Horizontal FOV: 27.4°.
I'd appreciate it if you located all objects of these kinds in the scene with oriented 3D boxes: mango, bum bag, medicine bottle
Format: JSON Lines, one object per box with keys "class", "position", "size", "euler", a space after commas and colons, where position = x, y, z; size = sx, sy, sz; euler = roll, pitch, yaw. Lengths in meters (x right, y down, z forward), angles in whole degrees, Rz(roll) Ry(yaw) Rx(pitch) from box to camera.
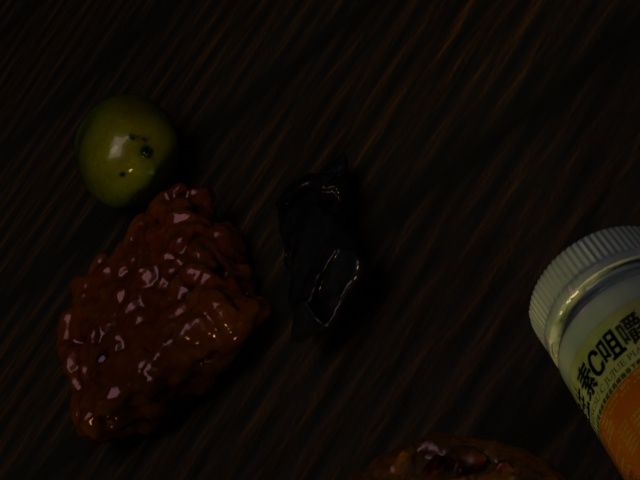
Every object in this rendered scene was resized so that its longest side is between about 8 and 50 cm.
{"class": "mango", "position": [-0.308, -0.144, 2.038], "size": [0.175, 0.143, 0.293], "euler": [-60, 27, 1]}
{"class": "bum bag", "position": [0.000, 0.000, 1.645], "size": [0.137, 0.074, 0.310], "euler": [-48, 30, 27]}
{"class": "medicine bottle", "position": [0.313, 0.140, 1.138], "size": [0.158, 0.158, 0.318], "euler": [-42, 39, 14]}

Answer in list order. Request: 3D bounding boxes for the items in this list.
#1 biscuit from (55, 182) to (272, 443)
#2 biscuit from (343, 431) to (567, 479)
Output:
{"class": "biscuit", "position": [-0.226, 0.103, 1.777], "size": [0.318, 0.110, 0.312], "euler": [-41, 41, 16]}
{"class": "biscuit", "position": [0.106, 0.310, 1.111], "size": [0.289, 0.081, 0.334], "euler": [-29, 47, 2]}
